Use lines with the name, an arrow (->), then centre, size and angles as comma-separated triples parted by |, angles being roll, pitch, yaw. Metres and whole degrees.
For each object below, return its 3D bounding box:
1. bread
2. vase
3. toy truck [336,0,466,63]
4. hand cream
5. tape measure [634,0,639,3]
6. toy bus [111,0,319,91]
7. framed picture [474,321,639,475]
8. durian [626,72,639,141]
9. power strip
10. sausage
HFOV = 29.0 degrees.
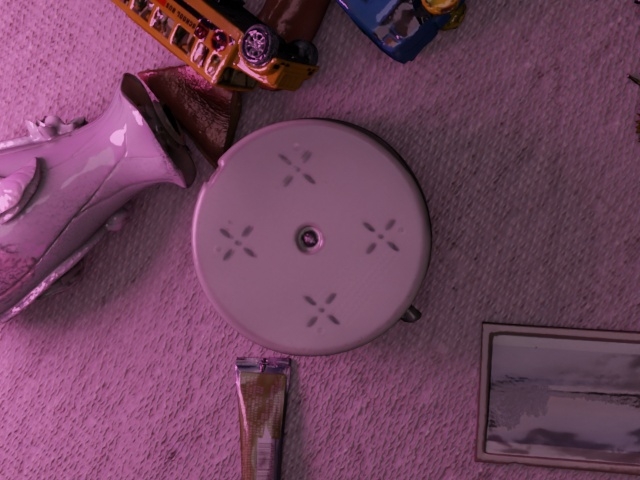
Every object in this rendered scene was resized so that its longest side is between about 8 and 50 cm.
bread -> -0.170, -0.205, 1.821 | 0.119, 0.067, 0.192 | -39, 88, 19
vase -> -0.396, -0.055, 1.786 | 0.445, 0.250, 0.250 | -31, 90, 6
toy truck -> 0.190, -0.428, 1.713 | 0.162, 0.161, 0.385 | 42, 99, 8
hand cream -> -0.086, 0.293, 1.865 | 0.086, 0.055, 0.235 | 0, 87, 5
tape measure -> 0.497, -0.312, 1.732 | 0.091, 0.054, 0.094 | -24, 89, 15
toy bus -> -0.157, -0.304, 1.729 | 0.335, 0.121, 0.123 | 41, 110, 26
framed picture -> 0.375, 0.231, 1.809 | 0.289, 0.016, 0.213 | 4, 95, 7
durian -> 0.507, -0.150, 1.746 | 0.215, 0.086, 0.100 | 35, 64, 0
power strip -> 0.000, 0.000, 1.770 | 0.358, 0.161, 0.357 | 1, 95, 6
sausage -> -0.005, -0.411, 1.773 | 0.094, 0.094, 0.419 | 32, 100, 45
